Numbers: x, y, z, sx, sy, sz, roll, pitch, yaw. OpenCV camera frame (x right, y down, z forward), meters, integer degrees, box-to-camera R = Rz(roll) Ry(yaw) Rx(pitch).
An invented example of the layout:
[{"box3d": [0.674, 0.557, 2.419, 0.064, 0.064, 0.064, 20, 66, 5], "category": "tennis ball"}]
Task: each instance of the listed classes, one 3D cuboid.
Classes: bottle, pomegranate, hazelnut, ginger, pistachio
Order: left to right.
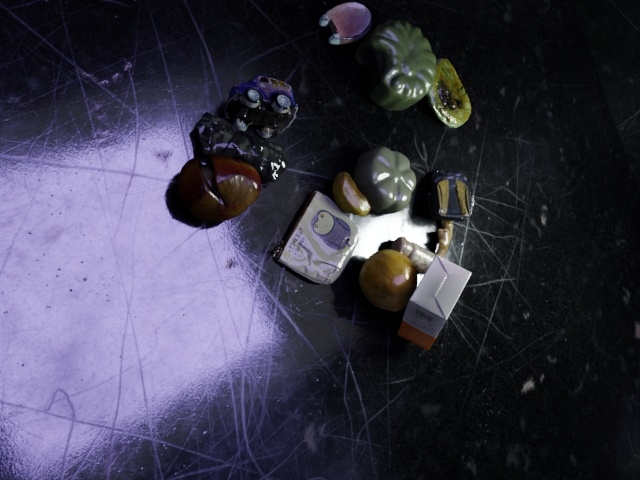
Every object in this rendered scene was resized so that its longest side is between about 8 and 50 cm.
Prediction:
[{"box3d": [-0.314, -0.173, 1.444, 0.252, 0.217, 0.217, -12, 89, -16], "category": "hazelnut"}, {"box3d": [0.105, -0.164, 1.736, 0.110, 0.100, 0.189, -41, 102, -33], "category": "pistachio"}, {"box3d": [0.257, 0.146, 1.714, 0.233, 0.233, 0.233, 5, 80, -30], "category": "pomegranate"}, {"box3d": [0.381, 0.055, 1.872, 0.209, 0.097, 0.110, 29, 45, -23], "category": "bottle"}, {"box3d": [0.521, 0.012, 1.973, 0.089, 0.075, 0.288, 46, 57, -40], "category": "ginger"}]

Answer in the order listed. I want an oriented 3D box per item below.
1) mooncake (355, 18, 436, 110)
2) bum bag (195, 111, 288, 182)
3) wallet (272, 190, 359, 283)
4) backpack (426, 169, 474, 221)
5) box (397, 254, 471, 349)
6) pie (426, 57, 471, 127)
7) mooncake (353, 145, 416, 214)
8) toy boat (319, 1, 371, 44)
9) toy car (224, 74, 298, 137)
[{"box3d": [0.325, -0.724, 1.904, 0.352, 0.187, 0.351, 6, 77, -29], "category": "mooncake"}, {"box3d": [-0.261, -0.310, 1.553, 0.341, 0.095, 0.143, 21, 64, -28], "category": "bum bag"}, {"box3d": [-0.003, 0.000, 1.671, 0.275, 0.068, 0.335, 38, 65, -18], "category": "wallet"}, {"box3d": [0.556, -0.197, 1.983, 0.206, 0.133, 0.258, 4, 70, -3], "category": "backpack"}, {"box3d": [0.418, 0.244, 1.725, 0.144, 0.341, 0.225, 29, 64, 16], "category": "box"}, {"box3d": [0.576, -0.665, 2.078, 0.323, 0.071, 0.323, 10, 75, -41], "category": "pie"}, {"box3d": [0.260, -0.240, 1.824, 0.275, 0.135, 0.274, 8, 75, -30], "category": "mooncake"}, {"box3d": [0.105, -0.876, 1.869, 0.227, 0.085, 0.155, -31, 90, -19], "category": "toy boat"}, {"box3d": [-0.208, -0.474, 1.577, 0.235, 0.172, 0.157, 7, 63, -27], "category": "toy car"}]
